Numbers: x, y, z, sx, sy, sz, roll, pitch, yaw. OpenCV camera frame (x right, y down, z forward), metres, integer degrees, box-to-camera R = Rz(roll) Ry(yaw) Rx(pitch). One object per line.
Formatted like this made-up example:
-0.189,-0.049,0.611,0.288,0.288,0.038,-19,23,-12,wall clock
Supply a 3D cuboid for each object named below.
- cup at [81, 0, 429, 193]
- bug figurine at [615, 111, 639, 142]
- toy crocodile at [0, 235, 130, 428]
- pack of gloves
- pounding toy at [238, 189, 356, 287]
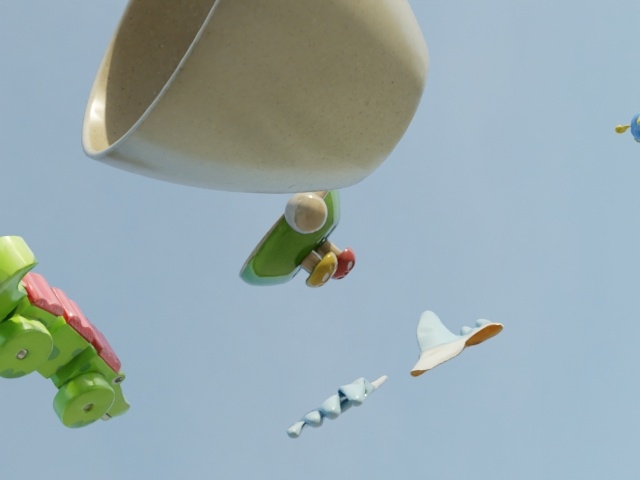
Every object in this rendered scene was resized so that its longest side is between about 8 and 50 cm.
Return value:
-0.040,-0.174,1.036,0.237,0.331,0.331,27,-85,-24,cup
0.464,-0.204,1.263,0.072,0.216,0.279,54,-132,-25,bug figurine
-0.285,0.103,1.175,0.105,0.115,0.340,-38,-35,-5,toy crocodile
0.059,0.104,0.970,0.195,0.046,0.232,-27,-6,4,pack of gloves
0.000,0.000,1.456,0.183,0.110,0.237,-47,-5,-39,pounding toy
